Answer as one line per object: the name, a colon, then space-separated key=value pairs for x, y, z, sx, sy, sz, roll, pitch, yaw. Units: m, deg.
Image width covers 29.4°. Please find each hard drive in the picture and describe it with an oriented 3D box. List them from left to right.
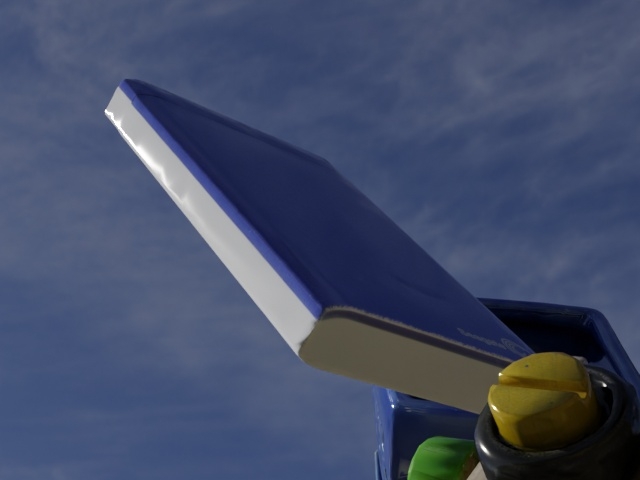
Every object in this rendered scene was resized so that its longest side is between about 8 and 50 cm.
hard drive: x=0.000 y=0.000 z=0.821 sx=0.210 sy=0.319 sz=0.040 roll=20 pitch=-73 yaw=-38

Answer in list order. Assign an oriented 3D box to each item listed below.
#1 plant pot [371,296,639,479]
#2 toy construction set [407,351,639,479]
plant pot: x=0.160 y=0.195 z=1.132 sx=0.235 sy=0.236 sz=0.212 roll=4 pitch=-68 yaw=-2
toy construction set: x=0.135 y=0.173 z=0.409 sx=0.237 sy=0.309 sz=0.257 roll=4 pitch=-29 yaw=32
